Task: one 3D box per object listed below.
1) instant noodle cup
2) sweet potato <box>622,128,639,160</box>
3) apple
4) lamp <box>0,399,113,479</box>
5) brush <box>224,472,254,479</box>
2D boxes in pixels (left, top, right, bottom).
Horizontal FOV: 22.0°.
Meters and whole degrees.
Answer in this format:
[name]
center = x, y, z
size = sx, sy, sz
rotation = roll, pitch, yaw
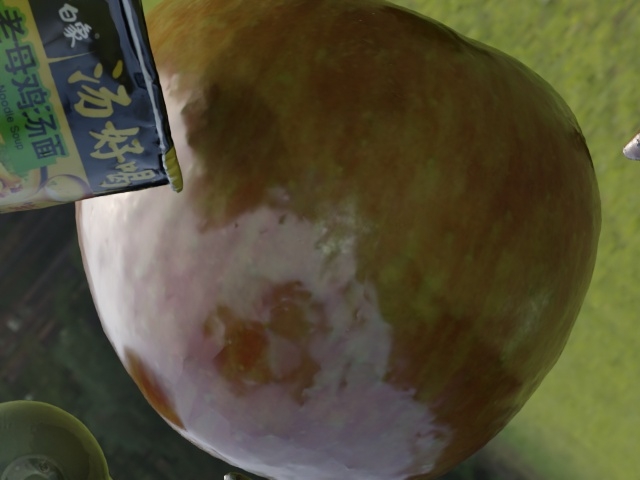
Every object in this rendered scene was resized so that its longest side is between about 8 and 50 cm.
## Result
[instant noodle cup]
center = -0.134, -0.077, 0.690
size = 0.151, 0.122, 0.151
rotation = 165, 90, -83
[sweet potato]
center = 0.328, -0.126, 1.193
size = 0.057, 0.264, 0.057
rotation = 35, -143, -32
[apple]
center = 0.000, 0.000, 0.881
size = 0.277, 0.250, 0.309
rotation = 18, -179, -3
[lamp]
center = -0.169, 0.144, 0.940
size = 0.105, 0.105, 0.105
rotation = 40, 178, 1
[brush]
center = 0.022, 0.198, 0.975
size = 0.196, 0.021, 0.070
rotation = 34, -164, 7
